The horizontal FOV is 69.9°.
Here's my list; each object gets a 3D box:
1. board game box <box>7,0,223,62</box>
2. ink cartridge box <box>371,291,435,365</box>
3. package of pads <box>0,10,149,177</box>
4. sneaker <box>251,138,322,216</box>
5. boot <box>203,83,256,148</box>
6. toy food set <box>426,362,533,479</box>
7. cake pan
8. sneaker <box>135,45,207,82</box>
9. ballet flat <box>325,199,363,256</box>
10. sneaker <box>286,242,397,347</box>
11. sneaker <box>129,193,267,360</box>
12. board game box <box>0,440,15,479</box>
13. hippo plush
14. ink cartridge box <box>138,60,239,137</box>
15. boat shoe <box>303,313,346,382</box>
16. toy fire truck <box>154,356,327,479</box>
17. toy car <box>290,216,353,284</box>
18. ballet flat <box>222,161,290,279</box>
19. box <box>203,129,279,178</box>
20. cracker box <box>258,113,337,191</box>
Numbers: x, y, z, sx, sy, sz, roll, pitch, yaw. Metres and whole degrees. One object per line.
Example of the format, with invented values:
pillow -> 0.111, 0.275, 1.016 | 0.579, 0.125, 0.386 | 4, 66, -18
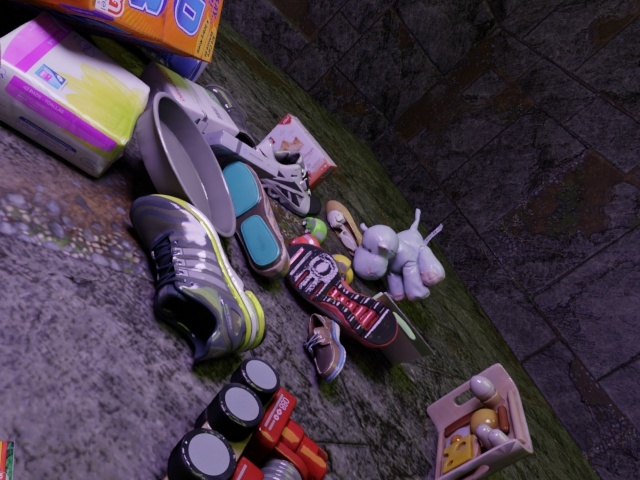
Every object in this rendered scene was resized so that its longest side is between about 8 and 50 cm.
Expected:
board game box -> -0.418, -0.595, 0.882 | 0.357, 0.355, 0.356 | 19, 12, 15
ink cartridge box -> 0.176, 0.201, 1.076 | 0.056, 0.235, 0.171 | -35, 82, -26
package of pads -> -0.429, -0.260, 0.800 | 0.229, 0.101, 0.296 | 35, 23, -32
sneaker -> -0.078, -0.179, 1.343 | 0.331, 0.146, 0.122 | 29, 25, -47
boot -> -0.281, -0.374, 1.409 | 0.190, 0.076, 0.208 | 32, 32, -35
toy food set -> 0.302, 0.385, 0.951 | 0.092, 0.220, 0.306 | 50, 19, 4
cake pan -> -0.250, -0.131, 0.868 | 0.293, 0.054, 0.292 | -23, 90, -85
sneaker -> -0.479, -0.557, 1.263 | 0.315, 0.127, 0.182 | 45, 22, 11
ballet flat -> 0.078, -0.042, 1.519 | 0.073, 0.080, 0.232 | -9, 59, -55
sneaker -> 0.025, 0.139, 1.044 | 0.314, 0.116, 0.136 | 42, -24, 13
sneaker -> -0.203, 0.049, 0.691 | 0.299, 0.111, 0.121 | 50, 23, 12
board game box -> -0.268, 0.250, 0.274 | 0.136, 0.030, 0.259 | 30, 26, -48
hippo plush -> 0.237, 0.051, 1.410 | 0.237, 0.294, 0.234 | 16, 19, -42
ink cartridge box -> -0.334, -0.328, 1.148 | 0.160, 0.093, 0.219 | 56, 21, 22
boat shoe -> 0.001, 0.206, 0.898 | 0.066, 0.066, 0.183 | 38, 11, -15
toy fire truck -> -0.056, 0.294, 0.509 | 0.246, 0.158, 0.217 | 38, 19, 1
toy car -> 0.000, 0.000, 1.296 | 0.239, 0.053, 0.224 | 34, 24, -36
ballet flat -> -0.147, -0.039, 1.021 | 0.315, 0.108, 0.106 | 67, 6, 32
box -> -0.214, -0.200, 1.110 | 0.186, 0.145, 0.038 | 28, 71, -47
cracker box -> -0.078, -0.276, 1.506 | 0.232, 0.156, 0.067 | 52, 20, 12
